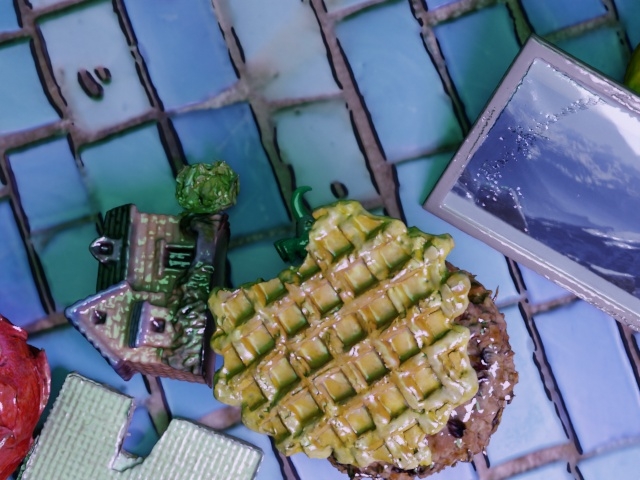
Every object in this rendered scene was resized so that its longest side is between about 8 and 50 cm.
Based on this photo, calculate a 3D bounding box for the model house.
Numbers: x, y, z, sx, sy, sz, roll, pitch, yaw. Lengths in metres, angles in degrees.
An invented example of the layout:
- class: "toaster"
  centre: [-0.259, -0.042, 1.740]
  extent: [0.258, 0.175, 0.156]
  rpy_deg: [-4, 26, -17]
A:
- class: "model house"
  centre: [-0.193, 0.058, 1.125]
  extent: [0.172, 0.166, 0.183]
  rpy_deg: [7, 75, 1]

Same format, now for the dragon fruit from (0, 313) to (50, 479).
- class: "dragon fruit"
  centre: [-0.406, 0.175, 1.069]
  extent: [0.241, 0.252, 0.241]
  rpy_deg: [15, 58, -25]

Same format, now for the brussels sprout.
- class: "brussels sprout"
  centre: [-0.130, -0.058, 1.183]
  extent: [0.085, 0.058, 0.085]
  rpy_deg: [-4, 68, 11]

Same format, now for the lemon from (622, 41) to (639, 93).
- class: "lemon"
  centre: [0.437, -0.167, 1.154]
  extent: [0.193, 0.180, 0.181]
  rpy_deg: [6, 86, 27]

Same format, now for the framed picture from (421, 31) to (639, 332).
- class: "framed picture"
  centre: [0.314, -0.047, 1.147]
  extent: [0.335, 0.022, 0.247]
  rpy_deg: [30, 123, 0]

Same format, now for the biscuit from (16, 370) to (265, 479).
- class: "biscuit"
  centre: [-0.200, 0.255, 1.164]
  extent: [0.250, 0.046, 0.147]
  rpy_deg: [21, 85, 0]

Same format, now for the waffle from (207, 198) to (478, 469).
- class: "waffle"
  centre: [0.020, 0.091, 1.005]
  extent: [0.291, 0.051, 0.291]
  rpy_deg: [1, 93, 16]

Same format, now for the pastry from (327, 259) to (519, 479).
- class: "pastry"
  centre: [0.085, 0.135, 1.129]
  extent: [0.274, 0.193, 0.275]
  rpy_deg: [1, 109, 3]

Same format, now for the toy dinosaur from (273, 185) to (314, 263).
- class: "toy dinosaur"
  centre: [0.000, 0.000, 1.189]
  extent: [0.096, 0.059, 0.132]
  rpy_deg: [-28, 97, -12]
